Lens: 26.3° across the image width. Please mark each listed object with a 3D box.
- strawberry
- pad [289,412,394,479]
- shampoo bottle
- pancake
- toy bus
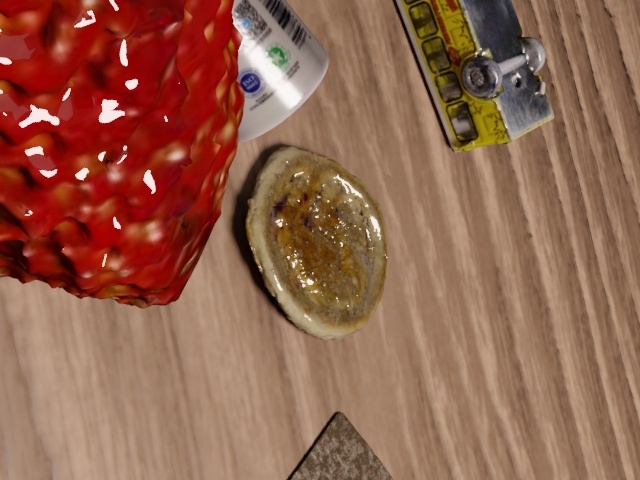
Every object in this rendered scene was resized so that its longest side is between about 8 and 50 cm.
[{"bbox_3d":[-0.152,-0.134,0.680,0.343,0.292,0.292,49,47,-48],"label":"strawberry"},{"bbox_3d":[-0.001,0.244,0.896,0.158,0.003,0.235,56,47,-20],"label":"pad"},{"bbox_3d":[-0.119,-0.195,0.830,0.303,0.092,0.092,48,50,-24],"label":"shampoo bottle"},{"bbox_3d":[0.000,0.000,0.947,0.139,0.022,0.139,15,69,-43],"label":"pancake"},{"bbox_3d":[0.107,-0.183,1.067,0.081,0.074,0.226,-31,102,-46],"label":"toy bus"}]
